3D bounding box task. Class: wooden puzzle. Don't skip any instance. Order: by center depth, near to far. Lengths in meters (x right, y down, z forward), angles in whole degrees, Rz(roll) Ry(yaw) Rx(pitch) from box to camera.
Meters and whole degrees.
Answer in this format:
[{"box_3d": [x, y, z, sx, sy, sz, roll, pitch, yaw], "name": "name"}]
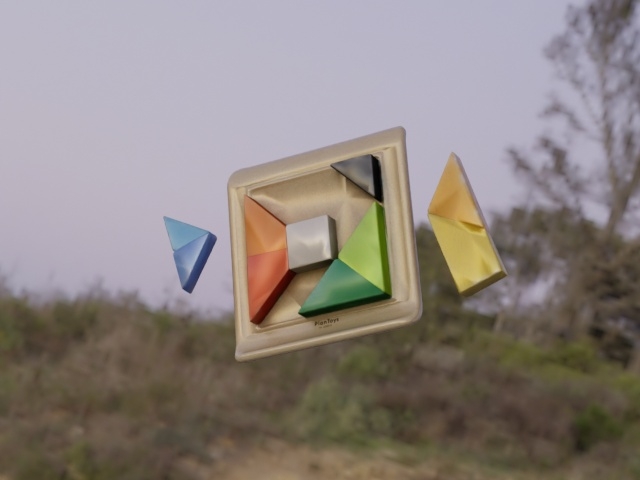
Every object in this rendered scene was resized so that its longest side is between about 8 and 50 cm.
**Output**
[{"box_3d": [0.000, 0.000, 0.563, 0.116, 0.078, 0.014, -21, -30, 21], "name": "wooden puzzle"}]
